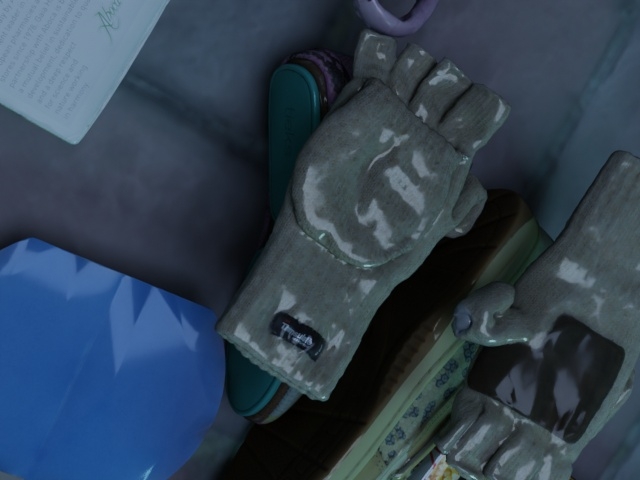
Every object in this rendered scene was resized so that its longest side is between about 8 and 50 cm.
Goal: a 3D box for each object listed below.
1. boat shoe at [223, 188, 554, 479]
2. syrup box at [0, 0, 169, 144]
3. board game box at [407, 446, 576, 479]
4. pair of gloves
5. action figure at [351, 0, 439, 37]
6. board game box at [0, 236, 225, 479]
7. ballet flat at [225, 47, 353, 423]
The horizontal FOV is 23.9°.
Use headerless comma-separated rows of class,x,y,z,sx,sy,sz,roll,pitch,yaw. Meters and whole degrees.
boat shoe,0.047,0.100,0.896,0.285,0.104,0.089,-48,117,-7
syrup box,-0.204,-0.150,0.751,0.237,0.093,0.096,32,91,-23
board game box,0.115,0.207,0.977,0.193,0.045,0.146,38,89,-23
pair of gloves,0.081,0.018,0.833,0.240,0.042,0.204,28,81,-17
action figure,-0.092,-0.271,0.749,0.370,0.275,0.248,5,71,-2
board game box,-0.141,0.073,0.863,0.169,0.033,0.133,23,99,-18
ballet flat,0.000,0.000,0.878,0.079,0.077,0.221,-1,103,-39
